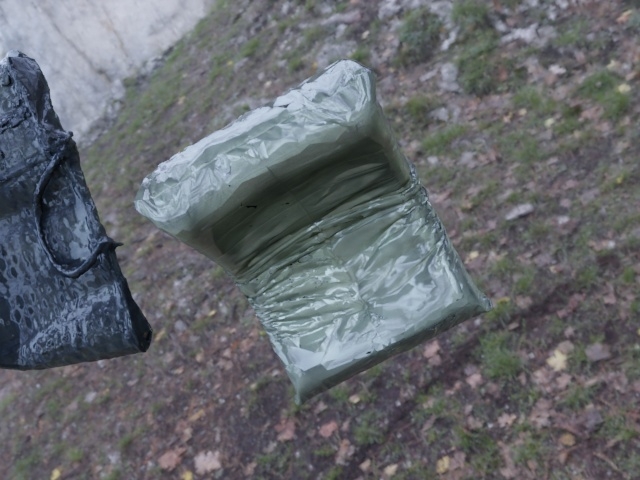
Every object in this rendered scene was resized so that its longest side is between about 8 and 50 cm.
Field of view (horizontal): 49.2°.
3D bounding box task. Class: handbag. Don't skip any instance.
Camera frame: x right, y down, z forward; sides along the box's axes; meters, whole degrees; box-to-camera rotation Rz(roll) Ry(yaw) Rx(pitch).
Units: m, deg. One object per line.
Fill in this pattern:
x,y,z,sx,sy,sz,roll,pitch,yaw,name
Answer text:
-0.254,-0.008,0.605,0.175,0.270,0.089,-23,3,27,handbag

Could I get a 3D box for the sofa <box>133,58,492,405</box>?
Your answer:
0.000,0.000,0.580,0.210,0.225,0.176,-27,59,7,sofa
